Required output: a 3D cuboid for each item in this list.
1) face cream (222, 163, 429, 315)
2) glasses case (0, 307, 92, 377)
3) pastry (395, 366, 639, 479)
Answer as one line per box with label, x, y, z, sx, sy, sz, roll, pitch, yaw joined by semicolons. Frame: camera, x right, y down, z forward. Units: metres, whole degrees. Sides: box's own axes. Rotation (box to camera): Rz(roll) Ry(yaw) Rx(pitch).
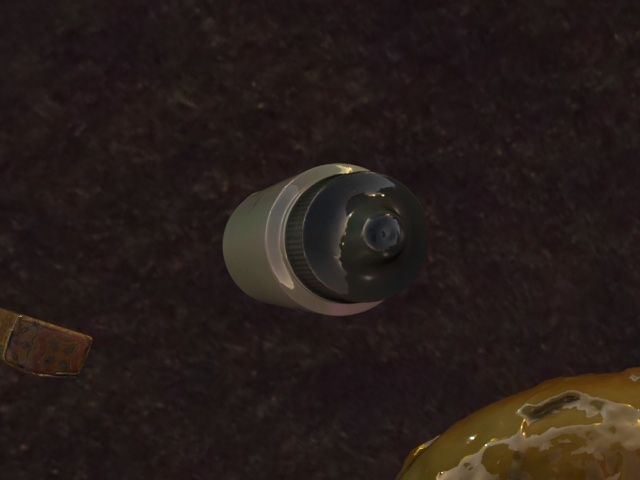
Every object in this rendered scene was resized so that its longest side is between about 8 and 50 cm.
face cream;0.000;0.000;0.696;0.092;0.311;0.092;0;88;-11
glasses case;-0.297;0.097;1.098;0.218;0.075;0.049;3;73;61
pastry;0.240;0.265;0.882;0.409;0.409;0.245;-19;54;16
